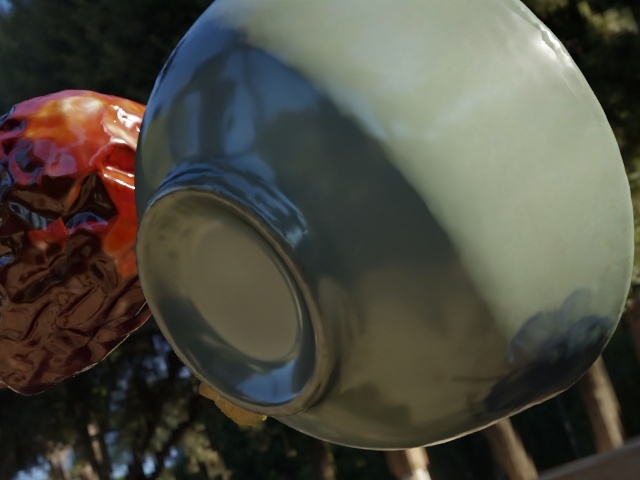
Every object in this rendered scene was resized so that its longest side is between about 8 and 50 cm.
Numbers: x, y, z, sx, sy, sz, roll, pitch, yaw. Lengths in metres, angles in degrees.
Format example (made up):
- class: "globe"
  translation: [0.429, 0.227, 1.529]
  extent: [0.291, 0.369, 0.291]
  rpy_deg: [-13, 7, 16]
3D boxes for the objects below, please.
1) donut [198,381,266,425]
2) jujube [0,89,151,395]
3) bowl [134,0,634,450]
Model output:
- class: "donut"
  translation: [-0.036, 0.136, 1.504]
  extent: [0.146, 0.078, 0.181]
  rpy_deg: [-50, -28, 20]
- class: "jujube"
  translation: [-0.187, 0.002, 0.947]
  extent: [0.174, 0.174, 0.250]
  rpy_deg: [-4, -30, -43]
- class: "bowl"
  translation: [0.000, 0.000, 0.709]
  extent: [0.146, 0.289, 0.289]
  rpy_deg: [-36, 1, -41]
